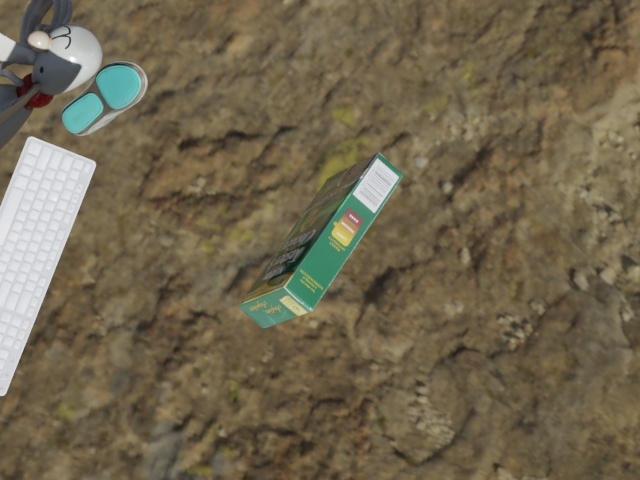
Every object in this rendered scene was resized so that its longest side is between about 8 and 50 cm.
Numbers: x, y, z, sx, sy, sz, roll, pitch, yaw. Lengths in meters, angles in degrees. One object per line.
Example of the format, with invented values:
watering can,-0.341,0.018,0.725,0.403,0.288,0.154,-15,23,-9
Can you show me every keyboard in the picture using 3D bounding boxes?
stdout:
keyboard,-0.305,0.027,1.151,0.256,0.072,0.014,-68,16,2

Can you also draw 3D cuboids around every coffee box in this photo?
coffee box,0.000,0.000,1.146,0.184,0.040,0.113,-55,15,-25

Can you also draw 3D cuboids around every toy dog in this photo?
toy dog,-0.438,-0.181,1.434,0.333,0.161,0.220,-49,51,17

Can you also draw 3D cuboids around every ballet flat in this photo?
ballet flat,-0.312,-0.222,1.725,0.213,0.068,0.072,-24,97,43
